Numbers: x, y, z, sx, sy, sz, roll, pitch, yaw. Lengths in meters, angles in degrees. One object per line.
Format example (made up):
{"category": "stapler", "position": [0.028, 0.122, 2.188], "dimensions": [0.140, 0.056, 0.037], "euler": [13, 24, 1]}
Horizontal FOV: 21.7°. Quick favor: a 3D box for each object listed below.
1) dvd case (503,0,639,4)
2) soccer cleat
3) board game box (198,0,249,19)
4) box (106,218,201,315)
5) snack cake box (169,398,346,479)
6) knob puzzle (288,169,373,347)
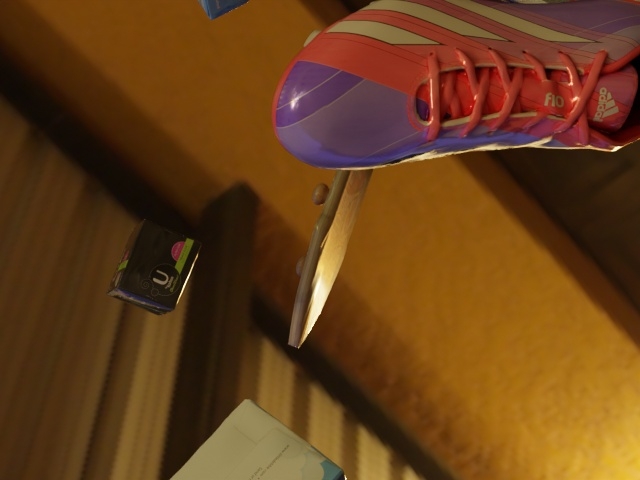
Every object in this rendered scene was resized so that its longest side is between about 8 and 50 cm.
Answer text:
{"category": "dvd case", "position": [0.161, -0.264, 1.229], "dimensions": [0.239, 0.179, 0.029], "euler": [28, -175, 19]}
{"category": "soccer cleat", "position": [0.094, -0.075, 0.802], "dimensions": [0.248, 0.083, 0.095], "euler": [-10, -154, -34]}
{"category": "board game box", "position": [-0.113, -0.284, 1.187], "dimensions": [0.160, 0.039, 0.211], "euler": [57, 167, 32]}
{"category": "box", "position": [-0.137, 0.023, 1.361], "dimensions": [0.052, 0.062, 0.083], "euler": [23, 169, -10]}
{"category": "snack cake box", "position": [-0.052, 0.239, 1.150], "dimensions": [0.089, 0.152, 0.264], "euler": [34, 159, 23]}
{"category": "knob puzzle", "position": [0.000, 0.000, 1.488], "dimensions": [0.030, 0.213, 0.213], "euler": [19, -158, 7]}
